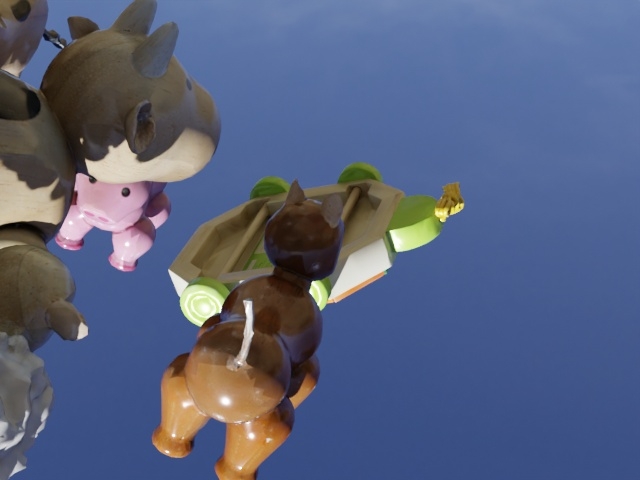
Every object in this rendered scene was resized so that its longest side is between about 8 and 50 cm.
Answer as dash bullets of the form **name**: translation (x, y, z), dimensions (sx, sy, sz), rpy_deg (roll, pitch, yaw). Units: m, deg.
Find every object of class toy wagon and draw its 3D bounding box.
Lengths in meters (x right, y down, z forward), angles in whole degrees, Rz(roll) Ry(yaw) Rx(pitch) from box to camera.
- **toy wagon**: translation (0.000, 0.000, 1.503), dimensions (0.344, 0.068, 0.267), rpy_deg (-8, -153, 22)

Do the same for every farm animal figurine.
- **farm animal figurine**: translation (-0.144, -0.042, 0.576), dimensions (0.330, 0.172, 0.327), rpy_deg (37, -151, 30)
